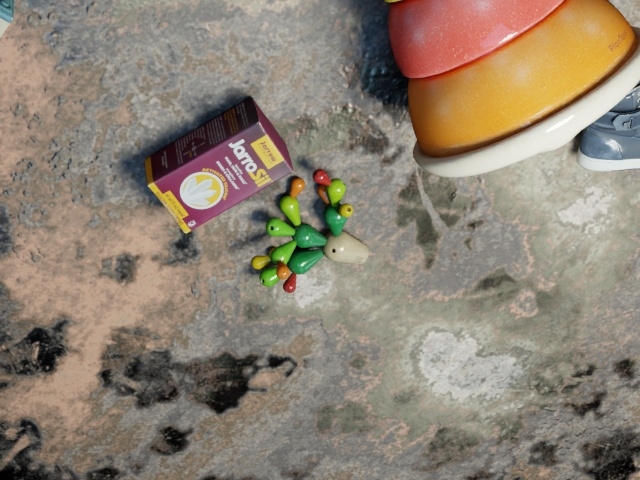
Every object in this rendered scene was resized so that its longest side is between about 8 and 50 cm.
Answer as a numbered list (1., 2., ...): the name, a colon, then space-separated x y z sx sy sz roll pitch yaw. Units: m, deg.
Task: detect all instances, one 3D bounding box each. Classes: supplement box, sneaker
1. supplement box: -0.148 -0.109 1.876 0.188 0.081 0.104 -29 124 9
2. sneaker: 0.506 -0.190 1.951 0.226 0.086 0.163 -6 127 -6

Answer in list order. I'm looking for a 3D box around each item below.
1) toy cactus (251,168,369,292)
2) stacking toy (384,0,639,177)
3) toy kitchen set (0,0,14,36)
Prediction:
1. toy cactus: 0.000 0.000 1.980 0.180 0.112 0.219 18 110 -33
2. stacking toy: 0.186 -0.355 1.697 0.351 0.350 0.480 -28 106 8
3. toy kitchen set: -0.469 -0.354 1.591 0.207 0.166 0.122 26 115 -26
